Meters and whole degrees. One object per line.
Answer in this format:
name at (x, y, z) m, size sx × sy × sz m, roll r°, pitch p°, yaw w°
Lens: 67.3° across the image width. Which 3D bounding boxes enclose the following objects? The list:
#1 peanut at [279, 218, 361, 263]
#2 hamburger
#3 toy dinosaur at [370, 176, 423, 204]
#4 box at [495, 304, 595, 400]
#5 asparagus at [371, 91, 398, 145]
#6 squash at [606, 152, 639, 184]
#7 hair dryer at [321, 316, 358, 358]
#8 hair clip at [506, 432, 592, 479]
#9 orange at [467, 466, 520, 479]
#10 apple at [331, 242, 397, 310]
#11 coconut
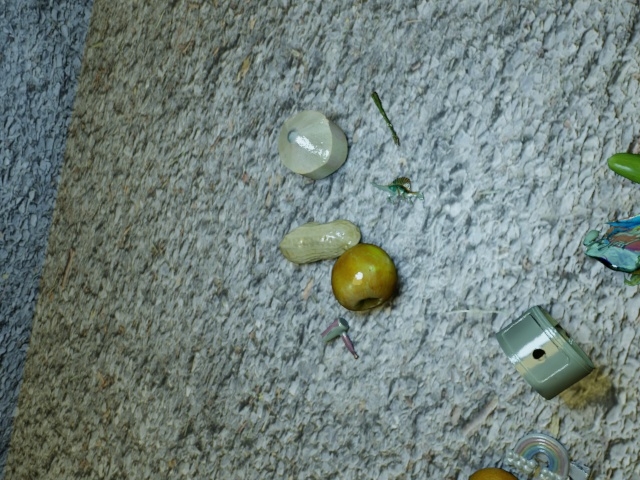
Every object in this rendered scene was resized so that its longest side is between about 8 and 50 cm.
peanut at (0.000, 0.000, 1.759) m, size 0.313 × 0.152 × 0.152 m, roll -12°, pitch 82°, yaw 27°
hamburger at (0.855, 0.030, 1.260) m, size 0.276 × 0.260 × 0.150 m, roll -23°, pitch 106°, yaw 9°
toy dinosaur at (0.271, -0.183, 1.690) m, size 0.106 × 0.044 × 0.187 m, roll -43°, pitch 56°, yaw 4°
box at (0.633, 0.313, 1.364) m, size 0.149 × 0.226 × 0.226 m, roll -44°, pitch 69°, yaw 18°
asparagus at (0.236, -0.437, 1.730) m, size 0.023 × 0.022 × 0.233 m, roll -16°, pitch 73°, yaw -20°
squash at (0.921, -0.169, 1.293) m, size 0.082 × 0.082 × 0.292 m, roll -56°, pitch 44°, yaw 13°
hair dryer at (0.084, 0.367, 1.747) m, size 0.106 × 0.054 × 0.154 m, roll -48°, pitch 72°, yaw 22°
hair clip at (0.678, 0.651, 1.426) m, size 0.220 × 0.054 × 0.140 m, roll 20°, pitch 102°, yaw 30°
orange at (0.523, 0.774, 1.417) m, size 0.206 × 0.206 × 0.206 m, roll -2°, pitch 86°, yaw 27°
apple at (0.145, 0.123, 1.640) m, size 0.237 × 0.237 × 0.207 m, roll -29°, pitch 55°, yaw 23°
coconut at (-0.035, -0.344, 1.738) m, size 0.239 × 0.244 × 0.239 m, roll -2°, pitch 86°, yaw 26°
